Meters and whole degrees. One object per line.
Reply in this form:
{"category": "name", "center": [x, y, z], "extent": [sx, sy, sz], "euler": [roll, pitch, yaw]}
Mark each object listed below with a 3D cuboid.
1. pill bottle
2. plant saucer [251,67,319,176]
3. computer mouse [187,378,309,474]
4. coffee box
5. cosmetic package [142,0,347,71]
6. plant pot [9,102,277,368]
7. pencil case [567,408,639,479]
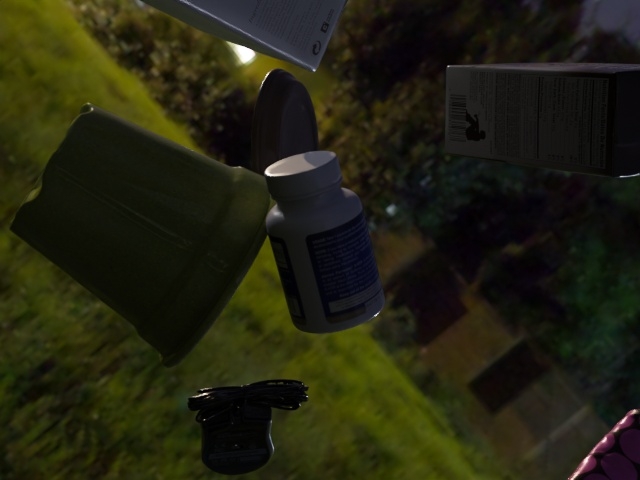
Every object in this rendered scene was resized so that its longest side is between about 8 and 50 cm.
{"category": "pill bottle", "center": [0.000, 0.000, 1.412], "extent": [0.112, 0.112, 0.186], "euler": [-133, -153, -69]}
{"category": "plant saucer", "center": [-0.053, -0.146, 2.076], "extent": [0.278, 0.041, 0.277], "euler": [1, 90, -75]}
{"category": "computer mouse", "center": [-0.127, 0.288, 2.006], "extent": [0.272, 0.189, 0.072], "euler": [103, -19, -53]}
{"category": "coffee box", "center": [0.304, -0.151, 1.493], "extent": [0.297, 0.168, 0.118], "euler": [14, -72, 56]}
{"category": "cosmetic package", "center": [-0.148, -0.317, 1.287], "extent": [0.217, 0.156, 0.385], "euler": [26, 3, 28]}
{"category": "plant pot", "center": [-0.221, -0.027, 1.514], "extent": [0.254, 0.276, 0.276], "euler": [32, 2, -12]}
{"category": "pencil case", "center": [0.397, 0.311, 1.647], "extent": [0.098, 0.209, 0.095], "euler": [11, -53, 38]}
